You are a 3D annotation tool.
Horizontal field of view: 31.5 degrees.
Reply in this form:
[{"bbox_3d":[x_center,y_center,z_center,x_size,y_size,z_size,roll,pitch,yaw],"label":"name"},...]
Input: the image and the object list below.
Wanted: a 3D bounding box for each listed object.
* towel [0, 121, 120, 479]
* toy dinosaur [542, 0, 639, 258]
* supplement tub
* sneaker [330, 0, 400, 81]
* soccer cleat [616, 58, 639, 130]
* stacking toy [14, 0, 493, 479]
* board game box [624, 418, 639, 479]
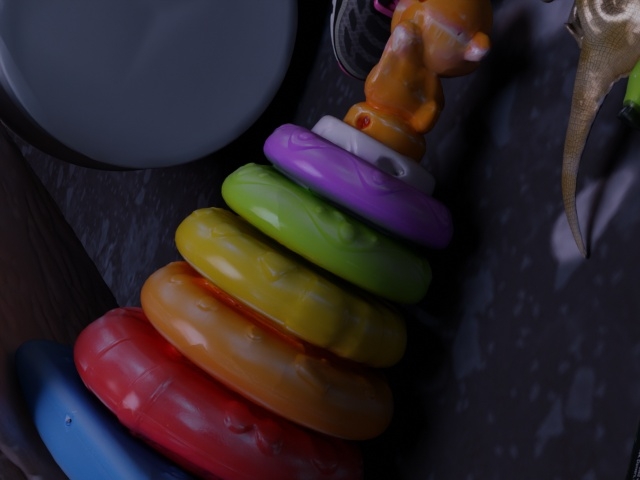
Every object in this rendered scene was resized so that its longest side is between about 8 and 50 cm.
[{"bbox_3d":[-0.176,0.074,0.721,0.053,0.331,0.317,-22,39,1],"label":"towel"},{"bbox_3d":[0.120,-0.092,0.463,0.183,0.053,0.092,-62,30,24],"label":"toy dinosaur"},{"bbox_3d":[-0.170,-0.187,0.878,0.331,0.241,0.241,36,108,63],"label":"supplement tub"},{"bbox_3d":[0.060,-0.146,0.599,0.170,0.063,0.074,-52,27,29],"label":"sneaker"},{"bbox_3d":[0.145,-0.043,0.285,0.072,0.060,0.179,-52,24,-1],"label":"soccer cleat"},{"bbox_3d":[0.000,0.000,0.569,0.175,0.166,0.301,34,96,47],"label":"stacking toy"},{"bbox_3d":[0.163,-0.012,0.321,0.136,0.030,0.259,-12,56,64],"label":"board game box"}]
